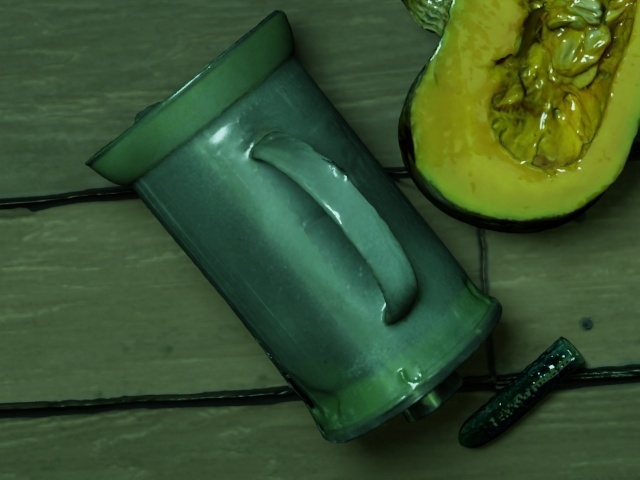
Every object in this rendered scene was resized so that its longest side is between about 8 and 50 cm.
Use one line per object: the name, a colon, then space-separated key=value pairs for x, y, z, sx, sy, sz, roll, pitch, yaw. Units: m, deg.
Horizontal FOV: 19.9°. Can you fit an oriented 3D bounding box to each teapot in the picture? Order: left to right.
teapot: x=0.000 y=0.000 z=1.451 sx=0.200 sy=0.270 sz=0.337 roll=-41 pitch=97 yaw=-16

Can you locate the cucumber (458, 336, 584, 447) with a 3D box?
cucumber: x=0.168 y=0.136 z=1.574 sx=0.133 sy=0.032 sz=0.032 roll=-42 pitch=95 yaw=15

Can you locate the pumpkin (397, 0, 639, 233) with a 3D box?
pumpkin: x=0.157 y=-0.160 z=1.453 sx=0.222 sy=0.139 sz=0.317 roll=19 pitch=108 yaw=-1
